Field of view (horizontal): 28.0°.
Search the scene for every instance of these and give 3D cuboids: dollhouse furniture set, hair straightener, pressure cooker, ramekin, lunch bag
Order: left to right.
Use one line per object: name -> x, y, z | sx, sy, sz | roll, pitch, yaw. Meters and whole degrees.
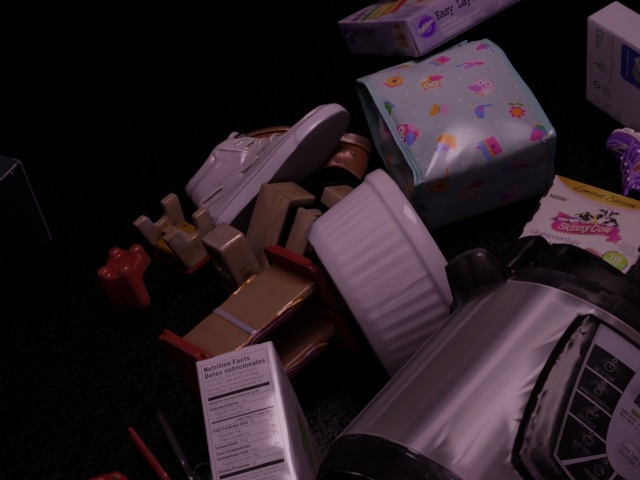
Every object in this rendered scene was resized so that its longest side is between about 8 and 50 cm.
hair straightener -> -0.146, 0.291, 1.575 | 0.089, 0.047, 0.230 | -31, 51, -16
dollhouse furniture set -> -0.151, 0.094, 1.715 | 0.201, 0.152, 0.374 | -39, 36, -22
dollhouse furniture set -> 0.000, 0.000, 1.822 | 0.144, 0.123, 0.151 | 35, 28, 34
ramekin -> 0.089, 0.054, 1.606 | 0.127, 0.273, 0.273 | -31, 49, -2
lunch bag -> 0.189, -0.167, 1.848 | 0.223, 0.160, 0.262 | -19, 54, -5
pressure cooker -> 0.245, 0.217, 1.352 | 0.375, 0.370, 0.420 | 25, 56, 38

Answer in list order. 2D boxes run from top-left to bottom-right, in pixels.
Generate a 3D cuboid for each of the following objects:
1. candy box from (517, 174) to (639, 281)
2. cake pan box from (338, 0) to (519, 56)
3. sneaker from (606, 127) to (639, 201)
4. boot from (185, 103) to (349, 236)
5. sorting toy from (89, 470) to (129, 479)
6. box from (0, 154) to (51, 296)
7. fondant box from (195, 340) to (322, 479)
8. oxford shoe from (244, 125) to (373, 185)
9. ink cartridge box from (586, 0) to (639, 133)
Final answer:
candy box -> 0.332, 0.038, 1.682 | 0.159, 0.071, 0.233 | 20, 59, 26
cake pan box -> 0.184, -0.369, 2.015 | 0.246, 0.070, 0.267 | -28, 17, -15
sneaker -> 0.443, -0.091, 1.792 | 0.071, 0.068, 0.170 | -25, 49, -4
boot -> -0.085, -0.126, 1.853 | 0.258, 0.095, 0.123 | -44, 63, 2
sorting toy -> -0.209, 0.357, 1.494 | 0.274, 0.046, 0.132 | 27, 22, 34
box -> -0.602, -0.002, 1.835 | 0.294, 0.182, 0.296 | 21, 54, 25
fondant box -> -0.042, 0.313, 1.405 | 0.096, 0.238, 0.330 | -16, 47, 4
oxford shoe -> -0.033, -0.120, 1.908 | 0.212, 0.076, 0.076 | 4, 61, 15
ink cartridge box -> 0.507, -0.189, 1.799 | 0.065, 0.165, 0.332 | -31, 51, -18
